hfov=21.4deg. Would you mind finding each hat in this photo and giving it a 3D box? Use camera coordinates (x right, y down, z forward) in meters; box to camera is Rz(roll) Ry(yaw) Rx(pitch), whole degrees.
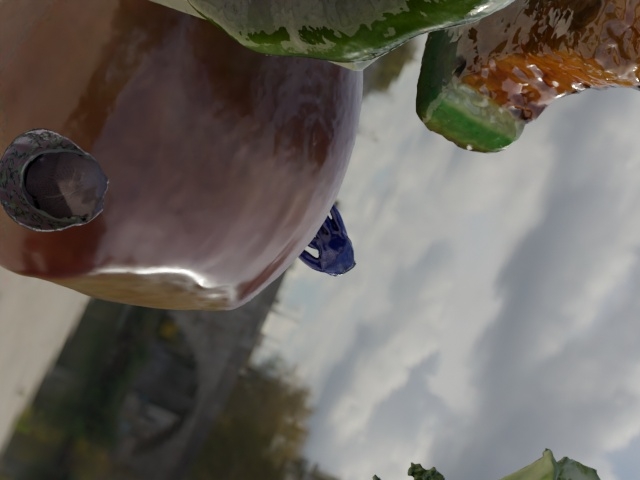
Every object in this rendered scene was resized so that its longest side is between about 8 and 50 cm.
[{"bbox_3d":[-0.163,-0.034,0.975,0.087,0.042,0.058,2,89,-54],"label":"hat"}]

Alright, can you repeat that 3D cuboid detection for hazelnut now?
[{"bbox_3d":[-0.137,-0.111,1.372,0.366,0.366,0.366,-157,-90,-86],"label":"hazelnut"}]

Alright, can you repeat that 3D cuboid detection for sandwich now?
[{"bbox_3d":[0.155,-0.192,1.122,0.301,0.162,0.250,6,-105,62],"label":"sandwich"}]

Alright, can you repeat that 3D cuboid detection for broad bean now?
[{"bbox_3d":[0.006,-0.099,0.612,0.227,0.039,0.069,15,-91,51],"label":"broad bean"}]

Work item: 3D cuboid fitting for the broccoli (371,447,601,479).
[{"bbox_3d":[0.194,0.379,1.879,0.302,0.375,0.249,-21,-128,53],"label":"broccoli"}]

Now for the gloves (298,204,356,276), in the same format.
[{"bbox_3d":[0.000,0.000,1.841,0.064,0.086,0.026,-25,-172,4],"label":"gloves"}]

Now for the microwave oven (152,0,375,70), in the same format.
[{"bbox_3d":[-0.039,-0.234,0.997,0.145,0.240,0.194,-38,136,-34],"label":"microwave oven"}]
